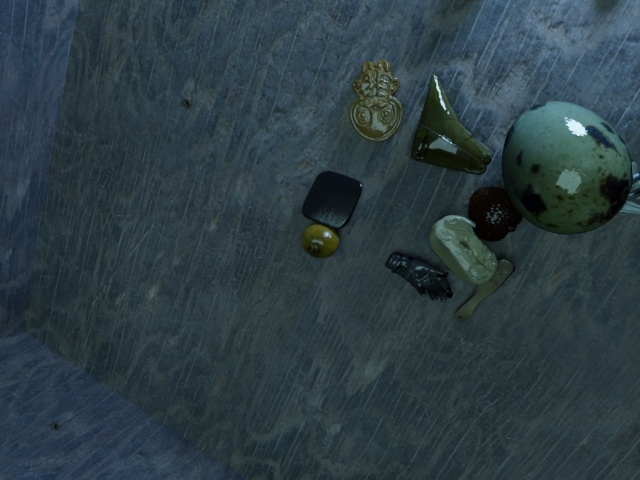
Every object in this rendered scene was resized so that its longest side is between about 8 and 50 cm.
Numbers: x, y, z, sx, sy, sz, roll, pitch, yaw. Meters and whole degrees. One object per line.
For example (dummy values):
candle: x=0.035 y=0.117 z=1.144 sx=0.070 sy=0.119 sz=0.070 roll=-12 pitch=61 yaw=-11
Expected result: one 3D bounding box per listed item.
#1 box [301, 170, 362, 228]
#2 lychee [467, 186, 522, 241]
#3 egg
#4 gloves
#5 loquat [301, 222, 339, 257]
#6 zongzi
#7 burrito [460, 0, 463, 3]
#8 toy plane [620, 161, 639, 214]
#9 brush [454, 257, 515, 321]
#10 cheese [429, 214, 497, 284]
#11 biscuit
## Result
box: x=0.045 y=-0.161 z=1.915 sx=0.201 sy=0.042 sz=0.212 roll=23 pitch=90 yaw=17
lychee: x=0.595 y=-0.092 z=1.671 sx=0.194 sy=0.194 sz=0.194 roll=6 pitch=106 yaw=20
egg: x=0.732 y=-0.225 z=1.486 sx=0.345 sy=0.345 sz=0.428 roll=-30 pitch=69 yaw=25
gloves: x=0.379 y=0.129 z=1.852 sx=0.285 sy=0.119 sz=0.142 roll=40 pitch=126 yaw=22
loquat: x=0.000 y=0.000 z=1.943 sx=0.163 sy=0.163 sz=0.137 roll=42 pitch=144 yaw=6
zongzi: x=0.471 y=-0.393 z=1.664 sx=0.274 sy=0.145 sz=0.300 roll=16 pitch=103 yaw=12
burrito: x=0.560 y=-0.944 z=1.497 sx=0.139 sy=0.101 sz=0.445 roll=26 pitch=110 yaw=7
toy plane: x=0.921 y=-0.131 z=1.593 sx=0.267 sy=0.088 sz=0.212 roll=-29 pitch=92 yaw=33
brush: x=0.604 y=0.181 z=1.815 sx=0.070 sy=0.065 sz=0.327 roll=32 pitch=123 yaw=4
cheese: x=0.497 y=0.033 z=1.706 sx=0.127 sy=0.233 sz=0.266 roll=-40 pitch=85 yaw=-6
biscuit: x=0.204 y=-0.508 z=1.785 sx=0.202 sy=0.044 sz=0.288 roll=8 pitch=109 yaw=19
